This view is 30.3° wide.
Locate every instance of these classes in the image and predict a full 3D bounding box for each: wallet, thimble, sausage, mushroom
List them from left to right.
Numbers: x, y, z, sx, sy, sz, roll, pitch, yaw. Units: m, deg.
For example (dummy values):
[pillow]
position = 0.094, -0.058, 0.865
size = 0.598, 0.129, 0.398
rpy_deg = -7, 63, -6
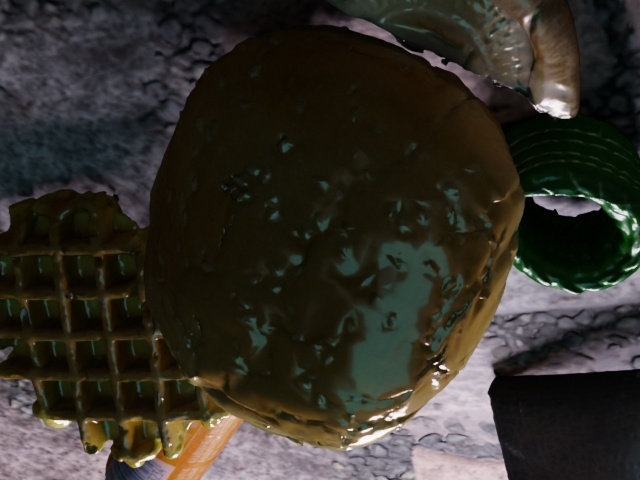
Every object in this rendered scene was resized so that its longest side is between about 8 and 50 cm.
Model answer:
[sausage]
position = -0.112, 0.147, 1.100
size = 0.093, 0.093, 0.312
rpy_deg = 22, 134, -13
[mushroom]
position = 0.098, -0.157, 0.774
size = 0.209, 0.072, 0.094
rpy_deg = 22, 136, -18
[thimble]
position = 0.183, -0.028, 0.879
size = 0.130, 0.090, 0.118
rpy_deg = 13, 133, -6
[wallet]
position = 0.310, 0.189, 1.029
size = 0.321, 0.044, 0.170
rpy_deg = -8, 98, 31

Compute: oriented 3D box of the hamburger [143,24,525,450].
[hamburger]
position = 0.001, 0.000, 0.819
size = 0.259, 0.144, 0.283
rpy_deg = 19, 112, 11

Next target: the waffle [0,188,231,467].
[waffle]
position = -0.171, 0.061, 0.984
size = 0.249, 0.056, 0.253
rpy_deg = -37, 91, 22
